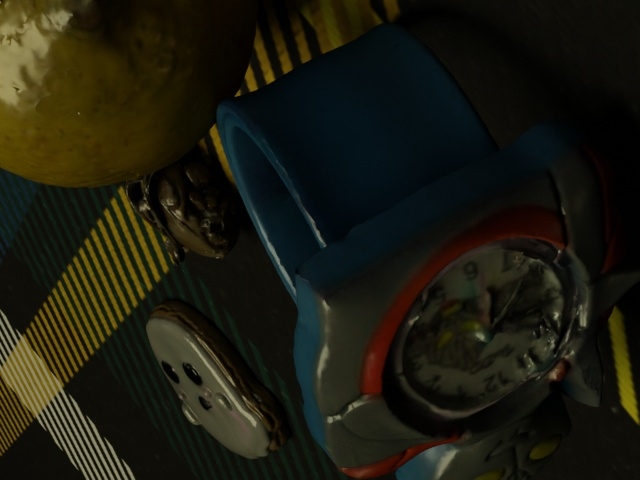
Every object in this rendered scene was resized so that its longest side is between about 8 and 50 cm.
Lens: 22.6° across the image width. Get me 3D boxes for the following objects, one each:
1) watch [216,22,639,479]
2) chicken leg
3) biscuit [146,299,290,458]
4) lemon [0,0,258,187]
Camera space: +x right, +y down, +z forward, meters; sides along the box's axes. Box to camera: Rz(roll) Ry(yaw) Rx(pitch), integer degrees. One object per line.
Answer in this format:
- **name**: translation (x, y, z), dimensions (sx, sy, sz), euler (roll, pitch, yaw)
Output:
- **watch**: translation (0.062, 0.018, 1.074), dimensions (0.274, 0.241, 0.305), euler (51, 164, 44)
- **chicken leg**: translation (-0.151, -0.060, 1.480), dimensions (0.196, 0.080, 0.125), euler (52, 169, -2)
- **biscuit**: translation (-0.125, 0.160, 1.784), dimensions (0.208, 0.049, 0.181), euler (51, 156, -4)
- **lemon**: translation (-0.165, -0.164, 1.106), dimensions (0.258, 0.258, 0.310), euler (54, -179, -6)
